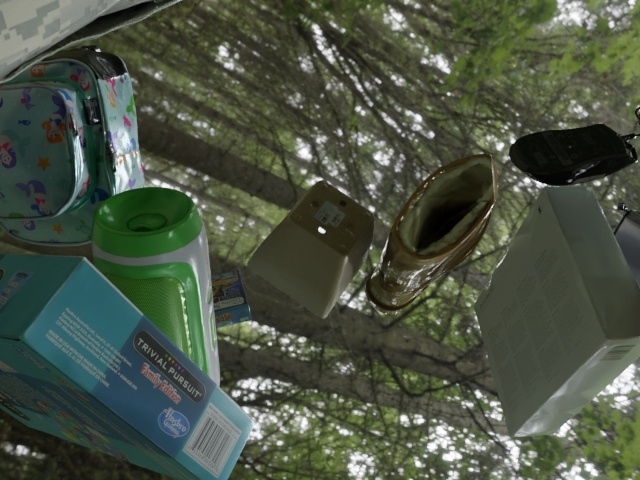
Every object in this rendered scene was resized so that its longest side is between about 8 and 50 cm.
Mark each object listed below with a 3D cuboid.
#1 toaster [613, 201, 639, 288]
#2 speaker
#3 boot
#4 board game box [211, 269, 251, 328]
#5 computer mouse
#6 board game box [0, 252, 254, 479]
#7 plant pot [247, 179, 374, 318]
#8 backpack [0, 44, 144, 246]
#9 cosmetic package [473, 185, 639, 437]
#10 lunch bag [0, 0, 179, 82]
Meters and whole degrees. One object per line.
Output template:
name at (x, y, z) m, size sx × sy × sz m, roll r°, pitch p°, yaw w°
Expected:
toaster at (0.586, 0.038, 1.122) m, size 0.110 × 0.186 × 0.168 m, roll 49°, pitch -55°, yaw 54°
speaker at (-0.192, 0.090, 0.761) m, size 0.131 × 0.131 × 0.296 m, roll -127°, pitch -149°, yaw -51°
boot at (0.149, -0.025, 0.717) m, size 0.236 × 0.089 × 0.269 m, roll -50°, pitch 170°, yaw -17°
board game box at (-0.232, 0.118, 1.121) m, size 0.136 × 0.201 × 0.035 m, roll -120°, pitch -161°, yaw -62°
computer mouse at (0.423, -0.104, 0.931) m, size 0.262 × 0.060 × 0.184 m, roll -14°, pitch -133°, yaw -6°
board game box at (-0.266, 0.119, 0.621) m, size 0.336 × 0.253 × 0.079 m, roll 1°, pitch -131°, yaw 37°
plant pot at (0.000, 0.000, 0.703) m, size 0.109 × 0.109 × 0.096 m, roll -52°, pitch 175°, yaw -37°
backpack at (-0.360, -0.115, 0.845) m, size 0.225 × 0.253 × 0.191 m, roll 1°, pitch -154°, yaw 12°
cosmetic package at (0.395, 0.134, 1.092) m, size 0.377 × 0.098 × 0.284 m, roll 101°, pitch -17°, yaw -52°
lunch bag at (-0.135, -0.228, 0.315) m, size 0.213 × 0.256 × 0.305 m, roll 27°, pitch -129°, yaw 35°
